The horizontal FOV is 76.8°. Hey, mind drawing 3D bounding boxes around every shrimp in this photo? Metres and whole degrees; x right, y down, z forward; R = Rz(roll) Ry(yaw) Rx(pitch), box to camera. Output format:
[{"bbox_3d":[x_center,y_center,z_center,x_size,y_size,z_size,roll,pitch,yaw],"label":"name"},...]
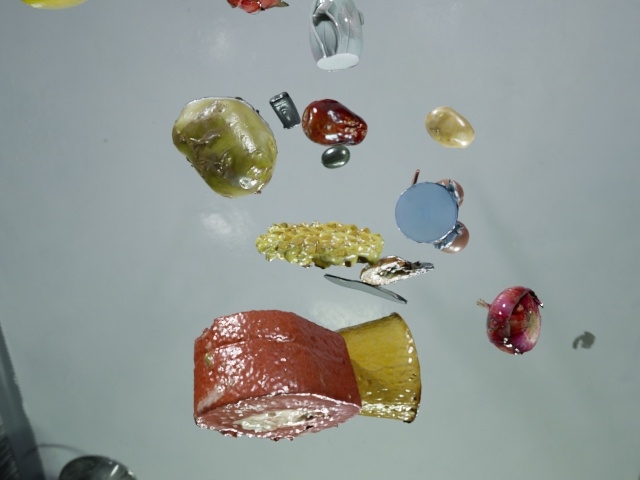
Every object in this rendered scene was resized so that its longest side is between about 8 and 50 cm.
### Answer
[{"bbox_3d":[0.311,0.110,1.636,0.317,0.062,0.164,-10,140,-4],"label":"shrimp"}]

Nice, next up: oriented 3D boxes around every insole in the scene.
[{"bbox_3d":[0.100,0.114,0.975,0.110,0.309,0.012,30,79,-30],"label":"insole"}]

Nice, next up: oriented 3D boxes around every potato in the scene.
[{"bbox_3d":[-0.260,-0.243,1.109,0.300,0.196,0.246,29,125,-23],"label":"potato"},{"bbox_3d":[0.442,-0.385,1.391,0.178,0.118,0.109,35,77,-3],"label":"potato"}]

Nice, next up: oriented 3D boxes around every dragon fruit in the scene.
[{"bbox_3d":[-0.207,-0.831,1.286,0.193,0.274,0.192,-3,104,38],"label":"dragon fruit"}]

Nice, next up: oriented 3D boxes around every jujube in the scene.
[{"bbox_3d":[0.055,-0.443,1.557,0.255,0.190,0.190,13,108,-27],"label":"jujube"}]

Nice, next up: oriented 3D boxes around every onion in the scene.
[{"bbox_3d":[0.398,0.165,0.880,0.150,0.140,0.150,-6,100,-34],"label":"onion"}]

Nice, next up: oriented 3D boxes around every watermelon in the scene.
[{"bbox_3d":[0.051,-0.290,1.411,0.111,0.078,0.078,-17,105,15],"label":"watermelon"}]

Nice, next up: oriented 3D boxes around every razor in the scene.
[{"bbox_3d":[-0.143,-0.538,1.680,0.090,0.054,0.148,-16,130,20],"label":"razor"}]

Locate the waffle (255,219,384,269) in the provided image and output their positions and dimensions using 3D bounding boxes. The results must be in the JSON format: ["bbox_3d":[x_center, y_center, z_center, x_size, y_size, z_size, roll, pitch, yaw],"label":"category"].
[{"bbox_3d":[0.000,0.003,0.985,0.312,0.307,0.060,3,105,-6],"label":"waffle"}]

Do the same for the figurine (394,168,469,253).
[{"bbox_3d":[0.387,-0.092,1.375,0.248,0.388,0.276,-4,86,13],"label":"figurine"}]

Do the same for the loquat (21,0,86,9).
[{"bbox_3d":[-0.442,-0.501,0.636,0.246,0.213,0.213,-32,104,37],"label":"loquat"}]

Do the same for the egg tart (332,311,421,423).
[{"bbox_3d":[0.104,0.250,0.798,0.171,0.215,0.215,-1,107,-7],"label":"egg tart"}]

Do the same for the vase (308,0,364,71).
[{"bbox_3d":[0.050,-0.960,1.677,0.250,0.250,0.445,-6,96,4],"label":"vase"}]

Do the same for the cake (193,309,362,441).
[{"bbox_3d":[-0.057,0.207,0.620,0.177,0.151,0.283,-31,137,15],"label":"cake"}]
